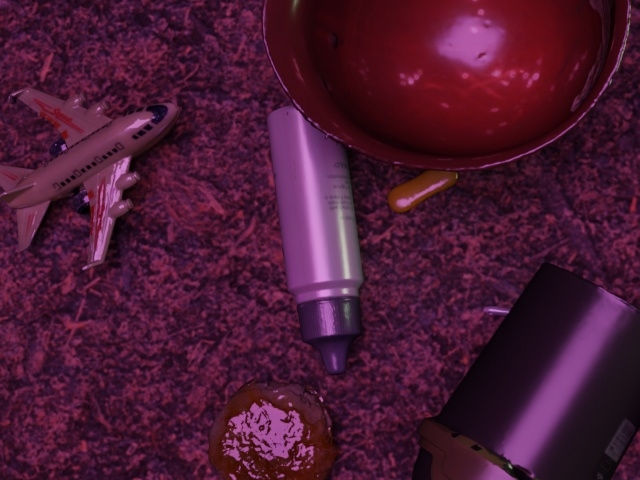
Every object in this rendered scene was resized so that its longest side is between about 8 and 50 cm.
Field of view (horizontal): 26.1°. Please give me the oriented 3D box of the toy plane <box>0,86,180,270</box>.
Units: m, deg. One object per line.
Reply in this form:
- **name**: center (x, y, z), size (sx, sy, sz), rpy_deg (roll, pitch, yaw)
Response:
- **toy plane**: center (-0.275, -0.095, 1.645), size (0.256, 0.104, 0.242), rpy_deg (-26, 77, 5)

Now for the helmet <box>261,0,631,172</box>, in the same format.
- **helmet**: center (0.154, -0.225, 1.525), size (0.385, 0.230, 0.337), rpy_deg (-5, 83, 17)

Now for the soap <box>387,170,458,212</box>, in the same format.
- **soap**: center (0.119, -0.063, 1.619), size (0.089, 0.012, 0.034), rpy_deg (-29, 78, 5)

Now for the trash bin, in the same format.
- **trash bin**: center (0.222, 0.205, 1.464), size (0.214, 0.214, 0.334), rpy_deg (29, 88, 12)

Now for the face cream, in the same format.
- **face cream**: center (0.000, 0.000, 1.592), size (0.092, 0.092, 0.311), rpy_deg (-9, 80, 8)

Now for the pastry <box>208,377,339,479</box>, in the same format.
- **pastry**: center (-0.054, 0.233, 1.576), size (0.153, 0.081, 0.153), rpy_deg (-1, 80, 6)

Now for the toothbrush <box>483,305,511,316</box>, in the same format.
- **toothbrush**: center (0.267, 0.084, 1.576), size (0.162, 0.014, 0.017), rpy_deg (6, 65, 11)
